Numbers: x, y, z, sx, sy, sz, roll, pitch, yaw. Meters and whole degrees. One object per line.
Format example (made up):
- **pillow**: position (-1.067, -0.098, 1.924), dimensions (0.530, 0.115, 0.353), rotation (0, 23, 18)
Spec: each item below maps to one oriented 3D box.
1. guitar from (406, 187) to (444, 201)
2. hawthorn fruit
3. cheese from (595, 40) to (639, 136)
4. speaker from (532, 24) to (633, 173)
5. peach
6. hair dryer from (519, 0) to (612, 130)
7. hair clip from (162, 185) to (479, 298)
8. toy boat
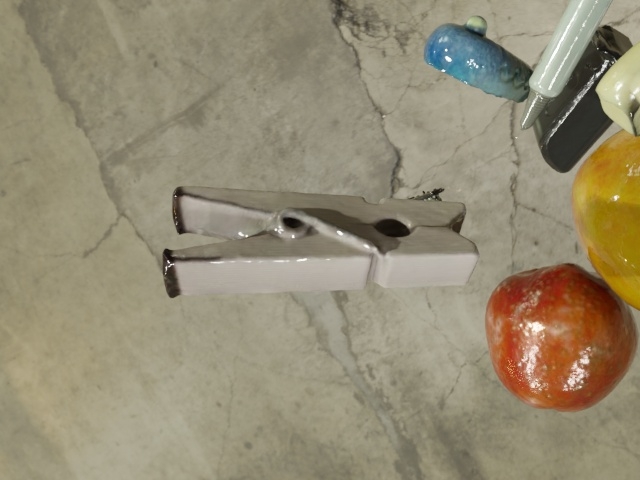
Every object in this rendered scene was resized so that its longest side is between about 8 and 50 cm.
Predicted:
- **guitar**: position (0.101, -0.046, 0.982), dimensions (0.271, 0.084, 0.038), rotation (-12, 104, 48)
- **hawthorn fruit**: position (0.436, 0.171, 1.058), dimensions (0.284, 0.284, 0.284), rotation (11, 114, 25)
- **cheese**: position (0.387, -0.207, 0.564), dimensions (0.255, 0.127, 0.050), rotation (-45, 53, 12)
- **speaker**: position (0.659, -0.377, 1.500), dimensions (0.184, 0.180, 0.388), rotation (12, 140, -11)
- **peach**: position (0.523, -0.032, 0.847), dimensions (0.332, 0.307, 0.308), rotation (-130, 42, -54)
- **hair dryer**: position (0.211, -0.158, 0.435), dimensions (0.154, 0.044, 0.183), rotation (13, 121, 10)
- **hair clip**: position (0.000, 0.003, 0.634), dimensions (0.330, 0.101, 0.085), rotation (1, 137, -7)
- **toy boat**: position (0.349, -0.392, 1.226), dimensions (0.215, 0.330, 0.123), rotation (44, 120, 33)
